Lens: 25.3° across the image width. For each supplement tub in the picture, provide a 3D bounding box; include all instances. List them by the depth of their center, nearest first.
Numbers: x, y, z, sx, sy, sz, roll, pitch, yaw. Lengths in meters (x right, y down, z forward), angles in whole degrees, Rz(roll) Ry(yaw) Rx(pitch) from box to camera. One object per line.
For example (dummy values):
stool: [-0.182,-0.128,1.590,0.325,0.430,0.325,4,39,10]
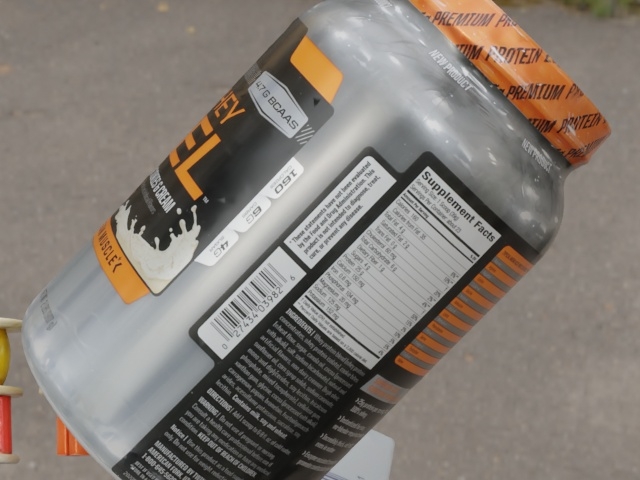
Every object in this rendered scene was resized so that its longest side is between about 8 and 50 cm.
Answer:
supplement tub: [0.000,0.000,0.808,0.316,0.193,0.193,-46,36,6]

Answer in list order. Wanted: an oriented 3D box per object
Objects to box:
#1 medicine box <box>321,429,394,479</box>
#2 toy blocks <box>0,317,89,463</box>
medicine box: [-0.066,0.332,1.288,0.149,0.289,0.263,23,37,-7]
toy blocks: [-0.213,0.131,1.043,0.123,0.148,0.054,-1,-10,16]
